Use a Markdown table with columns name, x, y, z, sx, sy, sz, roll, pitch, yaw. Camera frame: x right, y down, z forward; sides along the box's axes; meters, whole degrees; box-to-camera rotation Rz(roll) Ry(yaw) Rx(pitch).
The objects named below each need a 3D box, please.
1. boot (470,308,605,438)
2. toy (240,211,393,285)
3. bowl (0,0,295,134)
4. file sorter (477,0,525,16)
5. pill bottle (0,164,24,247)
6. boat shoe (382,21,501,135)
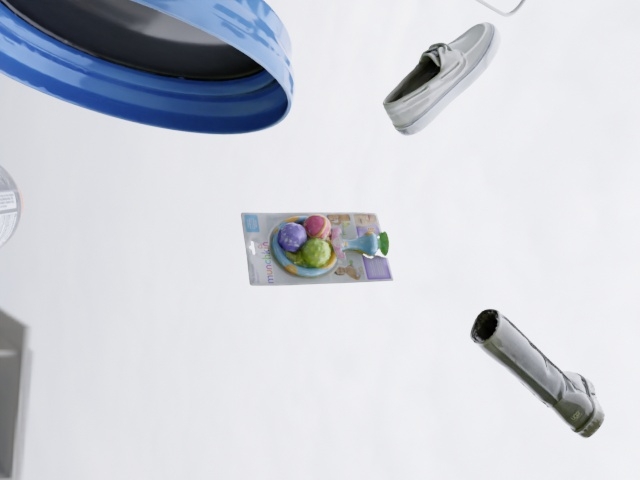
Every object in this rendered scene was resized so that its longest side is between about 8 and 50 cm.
| name | x | y | z | sx | sy | sz | roll | pitch | yaw |
| --- | --- | --- | --- | --- | --- | --- | --- | --- | --- |
| boot | 0.306 | 0.181 | 1.065 | 0.076 | 0.209 | 0.189 | -54 | 180 | 5 |
| toy | 0.000 | 0.000 | 1.166 | 0.056 | 0.237 | 0.136 | 118 | -32 | -52 |
| bowl | -0.216 | -0.223 | 0.812 | 0.391 | 0.391 | 0.077 | -5 | -108 | 58 |
| file sorter | 0.252 | -0.533 | 1.224 | 0.192 | 0.173 | 0.277 | -56 | -129 | 25 |
| pill bottle | -0.427 | -0.037 | 0.824 | 0.245 | 0.131 | 0.130 | -95 | -165 | -84 |
| boat shoe | 0.211 | -0.298 | 1.260 | 0.258 | 0.084 | 0.095 | -50 | -144 | -10 |
